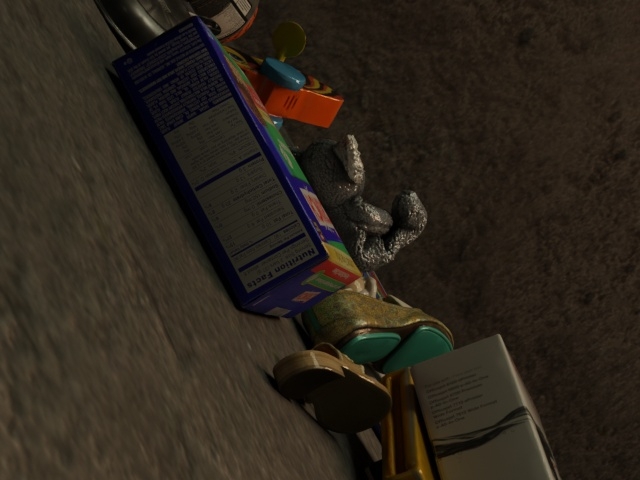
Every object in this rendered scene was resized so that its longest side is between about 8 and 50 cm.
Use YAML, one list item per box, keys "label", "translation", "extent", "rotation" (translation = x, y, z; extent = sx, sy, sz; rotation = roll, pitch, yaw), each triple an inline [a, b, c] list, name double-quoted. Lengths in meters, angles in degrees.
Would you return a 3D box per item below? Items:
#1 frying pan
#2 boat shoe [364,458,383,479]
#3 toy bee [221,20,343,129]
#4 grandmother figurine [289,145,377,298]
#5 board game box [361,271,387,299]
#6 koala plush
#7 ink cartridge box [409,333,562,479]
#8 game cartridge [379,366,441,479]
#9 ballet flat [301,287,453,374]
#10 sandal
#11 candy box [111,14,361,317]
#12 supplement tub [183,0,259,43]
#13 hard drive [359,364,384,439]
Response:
- label: "frying pan"
  translation: [-0.195, -0.291, 1.671]
  extent: [0.326, 0.053, 0.197]
  rotation: [22, 40, -53]
- label: "boat shoe"
  translation: [0.095, 0.307, 1.554]
  extent: [0.049, 0.042, 0.133]
  rotation: [59, 2, 30]
- label: "toy bee"
  translation: [-0.100, -0.253, 1.845]
  extent: [0.162, 0.195, 0.298]
  rotation: [43, 3, 29]
- label: "grandmother figurine"
  translation: [0.000, 0.000, 2.193]
  extent: [0.342, 0.104, 0.208]
  rotation: [61, 31, -20]
- label: "board game box"
  translation: [0.059, 0.064, 2.489]
  extent: [0.347, 0.078, 0.233]
  rotation: [62, 5, 24]
- label: "koala plush"
  translation: [0.032, -0.069, 2.003]
  extent: [0.203, 0.196, 0.221]
  rotation: [-46, 124, -42]
- label: "ink cartridge box"
  translation: [0.229, 0.306, 1.494]
  extent: [0.223, 0.129, 0.307]
  rotation: [58, 13, -46]
- label: "game cartridge"
  translation: [0.156, 0.355, 1.528]
  extent: [0.285, 0.053, 0.323]
  rotation: [-83, 152, -72]
- label: "ballet flat"
  translation: [0.084, 0.127, 1.769]
  extent: [0.348, 0.123, 0.123]
  rotation: [15, 42, -58]
- label: "sandal"
  translation: [0.009, 0.144, 1.354]
  extent: [0.240, 0.088, 0.079]
  rotation: [42, 23, -59]
- label: "candy box"
  translation: [-0.089, -0.073, 1.441]
  extent: [0.317, 0.122, 0.268]
  rotation: [62, 4, 9]
- label: "supplement tub"
  translation: [-0.212, -0.449, 2.057]
  extent: [0.193, 0.193, 0.316]
  rotation: [61, 4, 12]
- label: "hard drive"
  translation: [0.096, 0.255, 1.900]
  extent: [0.318, 0.040, 0.210]
  rotation: [60, 5, -1]
